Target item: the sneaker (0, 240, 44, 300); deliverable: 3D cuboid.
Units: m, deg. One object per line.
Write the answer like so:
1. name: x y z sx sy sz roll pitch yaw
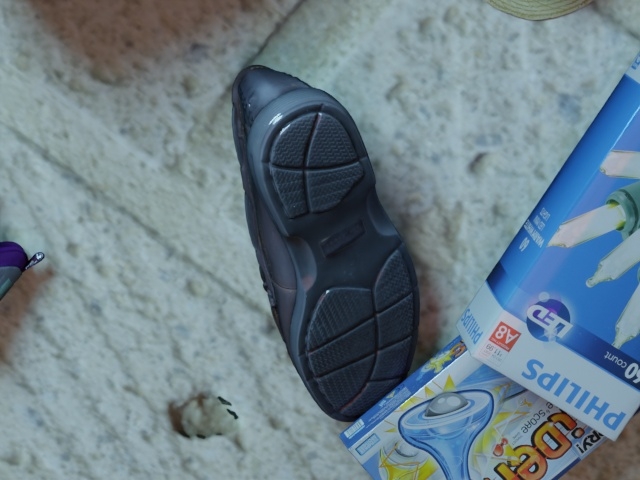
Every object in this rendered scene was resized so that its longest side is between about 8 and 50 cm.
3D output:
1. sneaker: -0.309 -0.036 1.428 0.098 0.083 0.224 -43 111 -7

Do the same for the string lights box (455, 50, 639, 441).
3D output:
1. string lights box: 0.226 -0.001 1.397 0.133 0.077 0.260 31 100 -13

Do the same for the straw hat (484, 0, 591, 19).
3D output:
1. straw hat: 0.153 -0.213 1.334 0.144 0.061 0.145 1 115 1

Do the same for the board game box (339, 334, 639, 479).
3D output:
1. board game box: 0.134 0.138 1.482 0.201 0.035 0.136 -40 110 0

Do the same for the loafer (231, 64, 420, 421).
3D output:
1. loafer: 0.000 0.000 1.428 0.109 0.095 0.303 -25 130 -14
